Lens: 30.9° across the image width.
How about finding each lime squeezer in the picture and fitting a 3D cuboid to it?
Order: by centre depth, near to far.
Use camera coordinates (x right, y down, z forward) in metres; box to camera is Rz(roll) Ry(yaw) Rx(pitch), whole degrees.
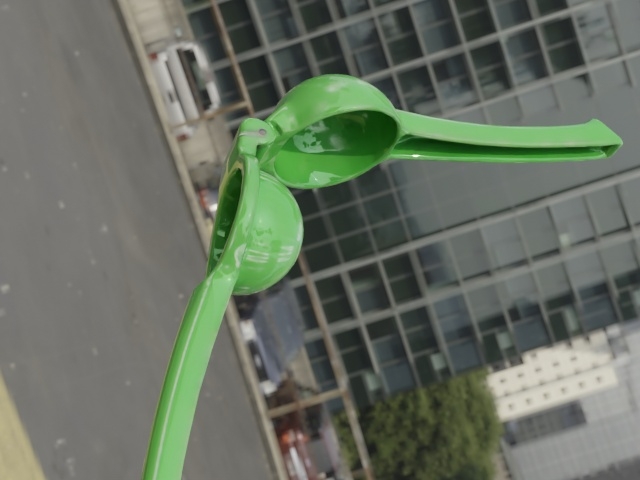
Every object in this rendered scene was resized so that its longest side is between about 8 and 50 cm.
[{"bbox_3d":[0.000,0.000,0.448,0.110,0.310,0.059,54,-39,-4],"label":"lime squeezer"}]
